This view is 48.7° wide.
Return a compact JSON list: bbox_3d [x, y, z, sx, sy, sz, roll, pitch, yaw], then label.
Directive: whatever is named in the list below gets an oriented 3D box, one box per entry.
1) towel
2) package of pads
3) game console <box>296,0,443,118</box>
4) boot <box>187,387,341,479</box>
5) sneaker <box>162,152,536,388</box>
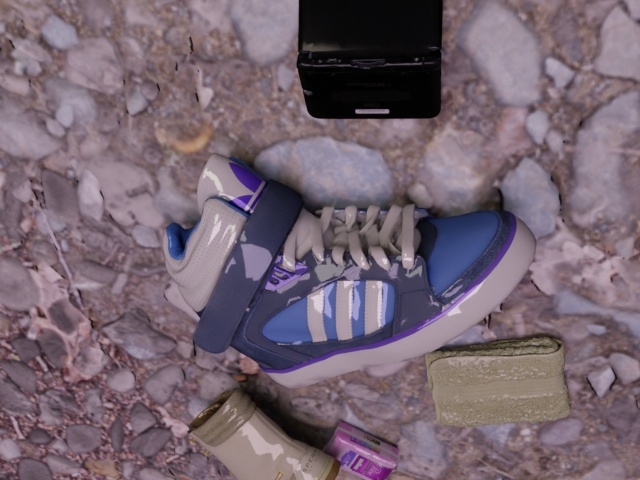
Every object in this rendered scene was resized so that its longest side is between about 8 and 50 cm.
[{"bbox_3d":[0.191,0.157,0.762,0.148,0.027,0.110,-8,118,15],"label":"towel"},{"bbox_3d":[0.046,0.255,0.843,0.083,0.032,0.050,26,124,-4],"label":"package of pads"},{"bbox_3d":[0.045,-0.166,0.618,0.122,0.071,0.107,2,149,11],"label":"game console"},{"bbox_3d":[-0.092,0.271,0.854,0.165,0.077,0.213,39,132,-3],"label":"boot"},{"bbox_3d":[0.000,0.000,0.650,0.322,0.130,0.236,-28,115,30],"label":"sneaker"}]
